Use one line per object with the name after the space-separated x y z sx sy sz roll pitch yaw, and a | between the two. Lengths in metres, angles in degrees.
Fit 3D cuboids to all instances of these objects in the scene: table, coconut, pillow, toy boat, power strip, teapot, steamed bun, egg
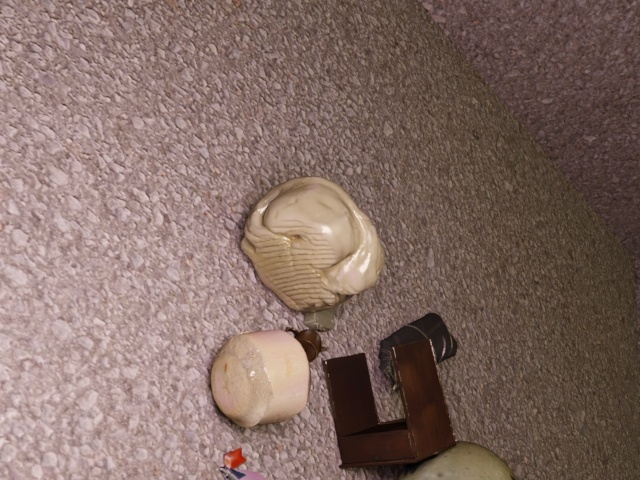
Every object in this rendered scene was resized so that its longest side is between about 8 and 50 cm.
0.171 0.420 1.887 0.196 0.250 0.282 -1 76 -48 | table
-0.121 0.309 1.644 0.234 0.224 0.224 -10 82 -48 | coconut
0.283 0.325 2.151 0.335 0.092 0.161 -22 70 -44 | pillow
-0.117 0.623 1.637 0.219 0.072 0.318 5 61 -44 | toy boat
0.004 0.123 1.977 0.078 0.052 0.272 29 53 -38 | power strip
-0.038 0.258 1.861 0.121 0.076 0.068 31 35 1 | teapot
0.000 0.000 1.790 0.352 0.339 0.247 52 49 -16 | steamed bun
0.347 0.706 1.881 0.428 0.345 0.345 -23 92 -60 | egg
